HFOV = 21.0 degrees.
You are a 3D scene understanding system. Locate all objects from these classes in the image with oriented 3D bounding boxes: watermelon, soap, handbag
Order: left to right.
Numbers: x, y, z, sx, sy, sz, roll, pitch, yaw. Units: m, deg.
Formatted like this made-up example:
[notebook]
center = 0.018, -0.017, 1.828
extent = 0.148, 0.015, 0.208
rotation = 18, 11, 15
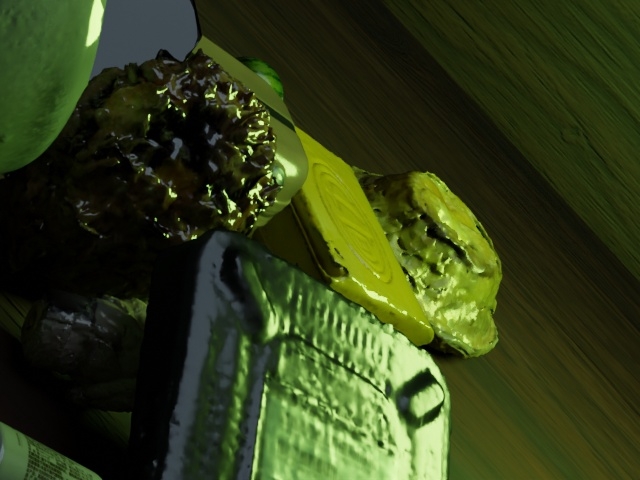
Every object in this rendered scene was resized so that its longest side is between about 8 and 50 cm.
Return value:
[handbag]
center = -0.147, -0.115, 1.888
extent = 0.302, 0.149, 0.283
rotation = 35, 23, -40
[watermelon]
center = -0.102, -0.191, 2.240
extent = 0.109, 0.109, 0.109
rotation = 42, 18, -17
[soap]
center = 0.000, 0.000, 2.064
extent = 0.204, 0.096, 0.324
rotation = 32, 23, -42

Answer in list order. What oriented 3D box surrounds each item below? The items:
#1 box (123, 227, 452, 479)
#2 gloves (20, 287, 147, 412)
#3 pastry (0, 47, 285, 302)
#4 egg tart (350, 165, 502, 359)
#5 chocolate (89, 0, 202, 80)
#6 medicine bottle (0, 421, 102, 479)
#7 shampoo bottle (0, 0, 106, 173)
[box]
center = -0.019, 0.200, 1.421
extent = 0.359, 0.091, 0.350
rotation = 33, 50, -38
[gloves]
center = -0.181, 0.095, 1.442
extent = 0.144, 0.094, 0.110
rotation = 28, 7, -2
[pastry]
center = -0.153, -0.037, 1.510
extent = 0.193, 0.275, 0.275
rotation = 59, 20, 15
[egg tart]
center = 0.146, 0.011, 2.345
extent = 0.341, 0.129, 0.341
rotation = 44, 17, -17
[chocolate]
center = -0.276, -0.220, 1.640
extent = 0.283, 0.186, 0.284
rotation = 12, 63, -24
[medicine bottle]
center = -0.200, 0.187, 1.216
extent = 0.140, 0.079, 0.079
rotation = 36, 21, -35
[shampoo bottle]
center = -0.326, -0.200, 1.326
extent = 0.317, 0.322, 0.322
rotation = 15, 32, -26
